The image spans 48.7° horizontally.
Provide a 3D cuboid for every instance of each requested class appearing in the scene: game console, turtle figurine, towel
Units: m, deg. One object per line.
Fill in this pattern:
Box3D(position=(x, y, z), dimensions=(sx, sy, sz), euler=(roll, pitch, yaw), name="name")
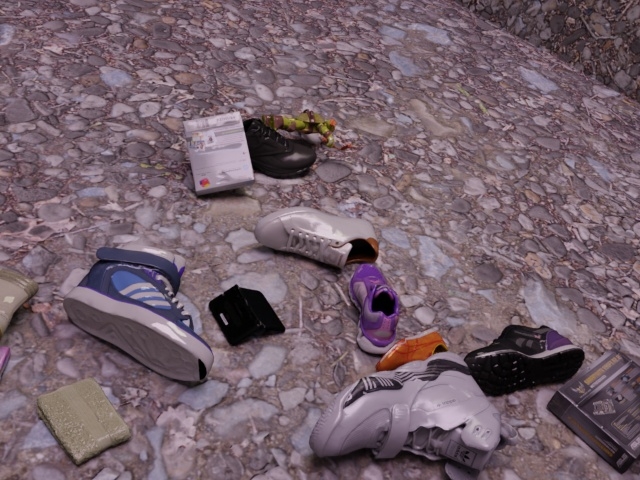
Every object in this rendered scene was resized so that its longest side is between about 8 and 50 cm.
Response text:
Box3D(position=(-0.149, 0.154, 1.424), dimensions=(0.107, 0.071, 0.122), euler=(-33, 51, -7), name="game console")
Box3D(position=(-0.039, -0.313, 1.935), dimensions=(0.217, 0.087, 0.269), euler=(-2, 26, -25), name="turtle figurine")
Box3D(position=(-0.391, 0.292, 1.164), dimensions=(0.110, 0.027, 0.148), euler=(-23, 51, -36), name="towel")

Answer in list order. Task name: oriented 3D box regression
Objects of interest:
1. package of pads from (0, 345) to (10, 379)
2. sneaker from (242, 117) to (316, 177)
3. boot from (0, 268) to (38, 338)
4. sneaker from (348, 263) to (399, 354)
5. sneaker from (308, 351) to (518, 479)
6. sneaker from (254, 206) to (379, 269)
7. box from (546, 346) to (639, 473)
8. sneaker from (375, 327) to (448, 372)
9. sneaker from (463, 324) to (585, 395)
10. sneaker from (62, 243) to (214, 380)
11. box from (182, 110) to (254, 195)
Box3D(position=(-0.563, 0.215, 1.199), dimensions=(0.050, 0.032, 0.083), euler=(5, 39, -6), name="package of pads")
Box3D(position=(-0.146, -0.246, 1.824), dimensions=(0.286, 0.130, 0.109), euler=(6, 37, -13), name="sneaker")
Box3D(position=(-0.635, 0.114, 1.265), dimensions=(0.213, 0.077, 0.165), euler=(4, 30, 7), name="boot")
Box3D(position=(0.119, 0.121, 1.477), dimensions=(0.095, 0.105, 0.236), euler=(5, 38, -10), name="sneaker")
Box3D(position=(0.171, 0.326, 1.211), dimensions=(0.365, 0.137, 0.210), euler=(-13, 43, -35), name="sneaker")
Box3D(position=(0.000, 0.000, 1.584), dimensions=(0.290, 0.106, 0.123), euler=(2, 37, -17), name="sneaker")
Box3D(position=(0.592, 0.330, 1.409), dimensions=(0.231, 0.056, 0.183), euler=(-22, 51, -37), name="box")
Box3D(position=(0.185, 0.227, 1.402), dimensions=(0.175, 0.064, 0.067), euler=(-18, 58, -31), name="sneaker")
Box3D(position=(0.390, 0.233, 1.447), dimensions=(0.283, 0.107, 0.124), euler=(1, 29, -26), name="sneaker")
Box3D(position=(-0.292, 0.108, 1.337), dimensions=(0.322, 0.130, 0.236), euler=(21, 42, 17), name="sneaker")
Box3D(position=(-0.248, -0.213, 1.724), dimensions=(0.145, 0.038, 0.186), euler=(-12, 74, -7), name="box")
